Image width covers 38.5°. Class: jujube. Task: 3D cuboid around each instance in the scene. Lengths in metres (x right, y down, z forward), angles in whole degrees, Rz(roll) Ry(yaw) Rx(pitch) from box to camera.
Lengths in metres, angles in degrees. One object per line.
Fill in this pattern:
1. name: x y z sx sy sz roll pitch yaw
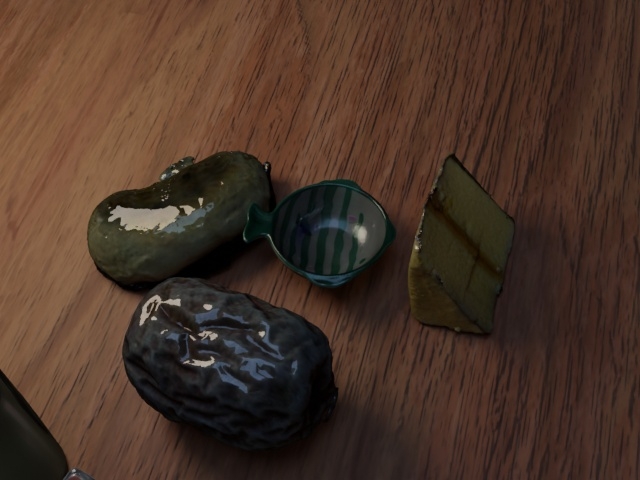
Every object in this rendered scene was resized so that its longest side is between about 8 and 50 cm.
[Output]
1. jujube: -0.134 0.180 1.324 0.316 0.226 0.226 19 59 16

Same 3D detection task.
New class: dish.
1. dish: 0.000 0.000 1.511 0.246 0.078 0.224 5 54 4

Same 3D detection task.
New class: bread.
1. bread: 0.222 -0.003 1.422 0.135 0.178 0.240 10 54 18

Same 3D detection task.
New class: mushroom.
1. mushroom: -0.242 -0.054 1.570 0.344 0.130 0.248 -15 57 -2

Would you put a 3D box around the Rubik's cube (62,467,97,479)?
1. Rubik's cube: -0.246 0.473 1.098 0.253 0.259 0.256 24 61 26

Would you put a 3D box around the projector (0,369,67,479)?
1. projector: -0.542 0.284 1.296 0.248 0.249 0.248 -39 57 -17

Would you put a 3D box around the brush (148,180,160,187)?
1. brush: -0.293 -0.107 1.692 0.024 0.008 0.083 31 64 31
